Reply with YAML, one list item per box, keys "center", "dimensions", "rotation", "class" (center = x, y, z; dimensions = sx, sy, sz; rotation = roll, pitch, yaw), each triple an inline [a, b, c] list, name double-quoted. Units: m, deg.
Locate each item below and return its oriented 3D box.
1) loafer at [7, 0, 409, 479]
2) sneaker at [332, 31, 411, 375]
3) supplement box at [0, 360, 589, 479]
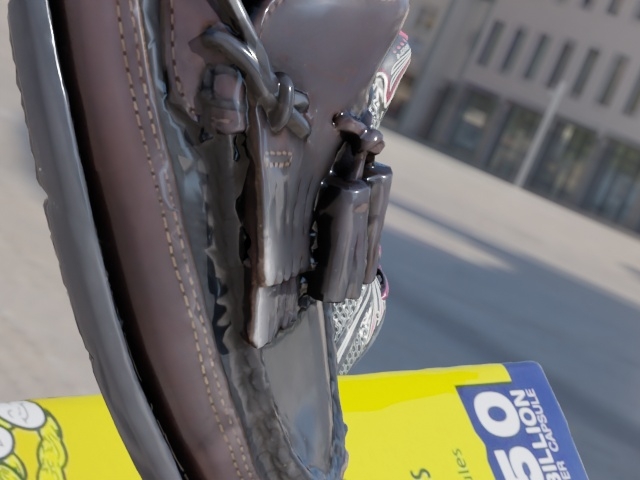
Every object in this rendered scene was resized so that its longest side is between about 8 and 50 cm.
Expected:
- center: [-0.022, -0.073, 0.463]
  dimensions: [0.095, 0.302, 0.109]
  rotation: [-9, 14, 12]
  class: "loafer"
- center: [0.000, 0.000, 1.299]
  dimensions: [0.112, 0.299, 0.121]
  rotation: [19, -2, -13]
  class: "sneaker"
- center: [-0.059, 0.178, 0.707]
  dimensions: [0.356, 0.195, 0.194]
  rotation: [-1, 59, -42]
  class: "supplement box"
